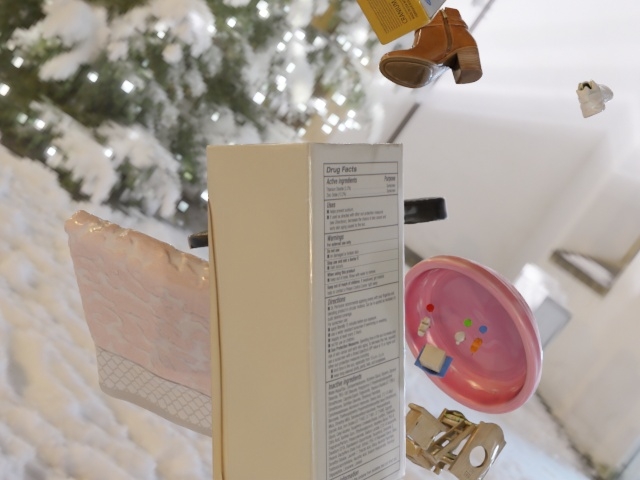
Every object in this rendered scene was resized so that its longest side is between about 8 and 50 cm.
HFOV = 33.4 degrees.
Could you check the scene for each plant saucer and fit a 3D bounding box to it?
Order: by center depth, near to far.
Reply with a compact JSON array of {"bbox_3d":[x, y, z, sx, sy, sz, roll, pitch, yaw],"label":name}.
[{"bbox_3d":[0.295,0.171,2.045,0.332,0.332,0.084,39,49,26],"label":"plant saucer"}]

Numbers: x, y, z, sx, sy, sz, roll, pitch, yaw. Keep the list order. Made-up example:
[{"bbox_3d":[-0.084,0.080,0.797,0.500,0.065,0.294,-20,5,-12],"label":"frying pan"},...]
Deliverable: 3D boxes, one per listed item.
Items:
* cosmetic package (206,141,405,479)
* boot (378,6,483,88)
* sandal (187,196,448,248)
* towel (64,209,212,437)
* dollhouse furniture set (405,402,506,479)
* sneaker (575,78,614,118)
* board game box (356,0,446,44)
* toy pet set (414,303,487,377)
[{"bbox_3d":[-0.008,0.069,0.933,0.113,0.309,0.160,1,4,33],"label":"cosmetic package"},{"bbox_3d":[0.178,-0.342,1.847,0.197,0.073,0.152,1,57,-23],"label":"boot"},{"bbox_3d":[0.002,0.000,1.798,0.445,0.107,0.167,-7,4,-7],"label":"sandal"},{"bbox_3d":[-0.146,0.134,1.281,0.331,0.053,0.317,21,-41,17],"label":"towel"},{"bbox_3d":[0.166,0.281,1.650,0.161,0.101,0.182,43,-15,-22],"label":"dollhouse furniture set"},{"bbox_3d":[0.523,-0.283,2.040,0.061,0.053,0.152,62,28,-9],"label":"sneaker"},{"bbox_3d":[0.082,-0.386,1.227,0.242,0.064,0.316,58,32,-13],"label":"board game box"},{"bbox_3d":[0.234,0.197,1.988,0.122,0.114,0.065,23,-17,19],"label":"toy pet set"}]
